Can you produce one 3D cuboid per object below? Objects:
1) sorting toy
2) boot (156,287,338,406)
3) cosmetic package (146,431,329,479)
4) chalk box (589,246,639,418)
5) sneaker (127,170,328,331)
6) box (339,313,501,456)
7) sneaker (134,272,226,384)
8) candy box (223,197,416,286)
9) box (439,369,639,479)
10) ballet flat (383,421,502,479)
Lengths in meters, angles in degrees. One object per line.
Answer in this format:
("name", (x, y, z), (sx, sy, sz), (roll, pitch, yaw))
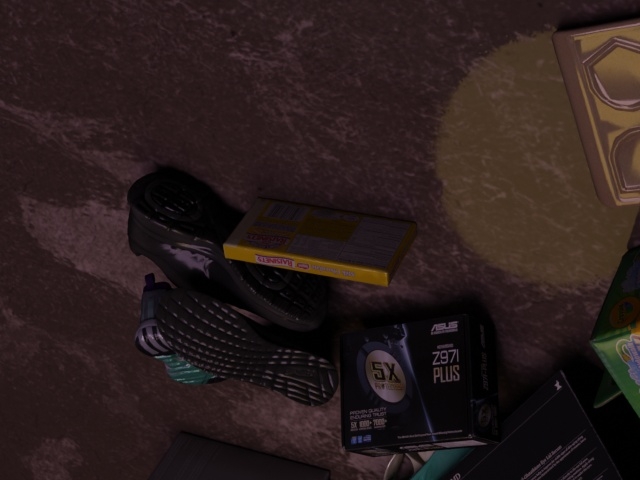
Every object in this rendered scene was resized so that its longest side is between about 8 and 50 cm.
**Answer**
("sorting toy", (0.350, -0.177, 1.431), (0.229, 0.041, 0.307), (-4, 121, 33))
("boot", (-0.093, 0.137, 1.773), (0.246, 0.161, 0.083), (27, 87, -5))
("cosmetic package", (-0.114, 0.364, 1.972), (0.237, 0.127, 0.107), (15, 127, 18))
("chalk box", (0.410, 0.099, 1.500), (0.289, 0.180, 0.179), (-23, 111, 34))
("sneaker", (-0.117, 0.029, 1.768), (0.286, 0.109, 0.130), (34, 140, 9))
("box", (0.118, 0.177, 1.709), (0.180, 0.147, 0.077), (-10, 161, 31))
("sneaker", (-0.172, 0.118, 1.844), (0.083, 0.098, 0.224), (-8, 156, 11))
("candy box", (0.000, 0.000, 1.675), (0.205, 0.105, 0.027), (10, 130, 20))
("box", (0.267, 0.304, 1.677), (0.261, 0.103, 0.184), (-48, 53, 31))
("ballet flat", (0.138, 0.289, 1.831), (0.087, 0.083, 0.247), (45, 129, 11))
